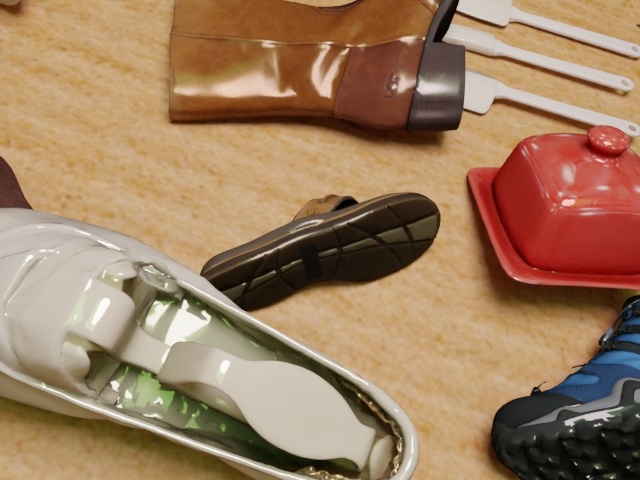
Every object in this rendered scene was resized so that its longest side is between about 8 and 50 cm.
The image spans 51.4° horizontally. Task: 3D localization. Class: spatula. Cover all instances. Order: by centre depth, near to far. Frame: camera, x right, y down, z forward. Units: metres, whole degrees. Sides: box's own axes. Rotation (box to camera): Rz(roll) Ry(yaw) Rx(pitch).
[{"bbox_3d":[0.231,-0.190,0.717,0.242,0.019,0.168,17,60,-2],"label":"spatula"}]

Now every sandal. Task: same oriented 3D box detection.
[{"bbox_3d":[0.000,0.000,0.570,0.219,0.090,0.060,-18,49,-9],"label":"sandal"}]

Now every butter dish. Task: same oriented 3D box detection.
[{"bbox_3d":[0.230,-0.046,0.581,0.160,0.118,0.160,4,42,-9],"label":"butter dish"}]

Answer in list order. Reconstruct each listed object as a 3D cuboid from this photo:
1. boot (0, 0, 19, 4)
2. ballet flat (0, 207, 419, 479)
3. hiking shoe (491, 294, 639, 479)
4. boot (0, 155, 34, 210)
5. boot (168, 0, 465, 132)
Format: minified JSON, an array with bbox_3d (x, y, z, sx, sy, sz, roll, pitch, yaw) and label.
[{"bbox_3d":[-0.361,-0.331,0.629,0.258,0.095,0.123,30,72,5],"label":"boot"},{"bbox_3d":[-0.105,0.073,0.448,0.400,0.139,0.139,26,65,-9],"label":"ballet flat"},{"bbox_3d":[0.275,0.115,0.562,0.304,0.113,0.132,-13,40,-8],"label":"hiking shoe"},{"bbox_3d":[-0.336,0.011,0.490,0.207,0.090,0.248,44,64,12],"label":"boot"},{"bbox_3d":[-0.002,-0.225,0.666,0.280,0.096,0.264,4,74,2],"label":"boot"}]
